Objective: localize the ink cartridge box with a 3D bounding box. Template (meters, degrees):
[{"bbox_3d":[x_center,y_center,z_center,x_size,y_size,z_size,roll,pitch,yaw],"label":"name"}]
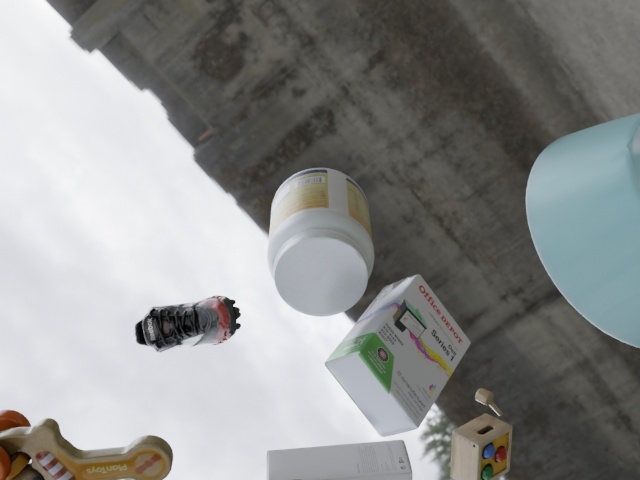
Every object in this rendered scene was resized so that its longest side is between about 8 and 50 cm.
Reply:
[{"bbox_3d":[0.166,0.232,1.727,0.201,0.117,0.278,53,-134,-9],"label":"ink cartridge box"}]

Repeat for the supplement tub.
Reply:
[{"bbox_3d":[0.000,0.000,1.823,0.228,0.228,0.316,46,-160,-22],"label":"supplement tub"}]

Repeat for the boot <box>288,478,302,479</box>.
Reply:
[{"bbox_3d":[-0.150,0.636,1.868,0.090,0.248,0.207,60,-157,-19],"label":"boot"}]

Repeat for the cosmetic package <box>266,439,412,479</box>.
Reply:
[{"bbox_3d":[0.047,0.645,2.143,0.155,0.365,0.197,-98,7,-68],"label":"cosmetic package"}]

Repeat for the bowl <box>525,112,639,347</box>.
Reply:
[{"bbox_3d":[0.425,-0.037,1.010,0.311,0.163,0.311,9,-117,-19],"label":"bowl"}]

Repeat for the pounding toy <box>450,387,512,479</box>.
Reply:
[{"bbox_3d":[0.407,0.460,1.986,0.181,0.206,0.094,-16,-156,-38],"label":"pounding toy"}]

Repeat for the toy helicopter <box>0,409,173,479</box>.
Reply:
[{"bbox_3d":[-0.428,0.413,1.443,0.140,0.355,0.235,-91,-7,-73],"label":"toy helicopter"}]

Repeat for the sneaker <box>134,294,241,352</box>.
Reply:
[{"bbox_3d":[-0.274,0.170,1.661,0.135,0.276,0.098,-5,-96,-45],"label":"sneaker"}]
